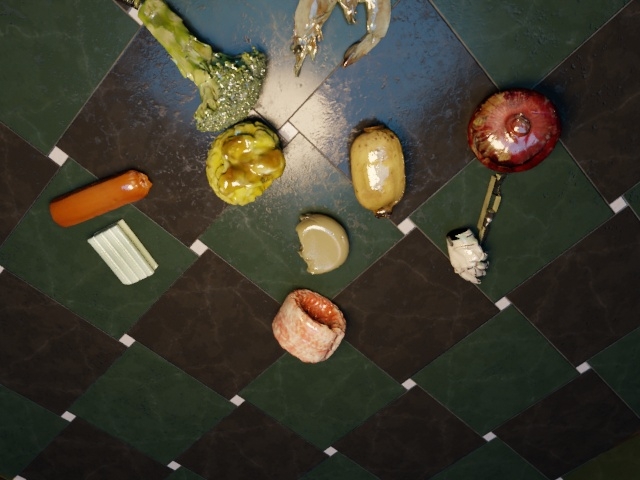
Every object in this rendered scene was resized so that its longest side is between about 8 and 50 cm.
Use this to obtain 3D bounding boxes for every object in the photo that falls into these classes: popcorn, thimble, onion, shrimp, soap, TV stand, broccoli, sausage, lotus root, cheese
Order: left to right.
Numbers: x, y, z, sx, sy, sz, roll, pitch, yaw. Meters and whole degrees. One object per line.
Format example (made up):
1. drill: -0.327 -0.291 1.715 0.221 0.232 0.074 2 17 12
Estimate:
1. sausage: -0.692 -0.128 1.265 0.349 0.094 0.097 -19 110 8
2. soap: -0.651 0.042 1.359 0.119 0.066 0.197 -24 113 11
3. broccoli: -0.301 -0.481 1.077 0.252 0.221 0.361 -16 111 34
4. popcorn: -0.215 -0.211 1.157 0.237 0.251 0.205 -26 119 14
5. thimble: -0.037 0.294 1.408 0.239 0.239 0.162 29 110 -14
6. cheese: 0.000 0.000 1.346 0.176 0.091 0.202 -24 112 10
7. shrimp: 0.047 -0.581 1.092 0.247 0.085 0.360 32 107 -22
8. lotus root: 0.176 -0.200 1.231 0.160 0.146 0.283 -3 109 21
9. TV stand: 0.556 -0.098 1.344 0.042 0.036 0.248 5 115 -5
10. onion: 0.546 -0.311 1.163 0.247 0.190 0.245 3 104 12

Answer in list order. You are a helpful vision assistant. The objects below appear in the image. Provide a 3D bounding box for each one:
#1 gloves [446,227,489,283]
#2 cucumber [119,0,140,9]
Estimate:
1. gloves: 0.492 0.063 1.369 0.128 0.111 0.212 -20 103 28
2. cucumber: -0.551 -0.654 1.059 0.164 0.043 0.038 23 74 -13
